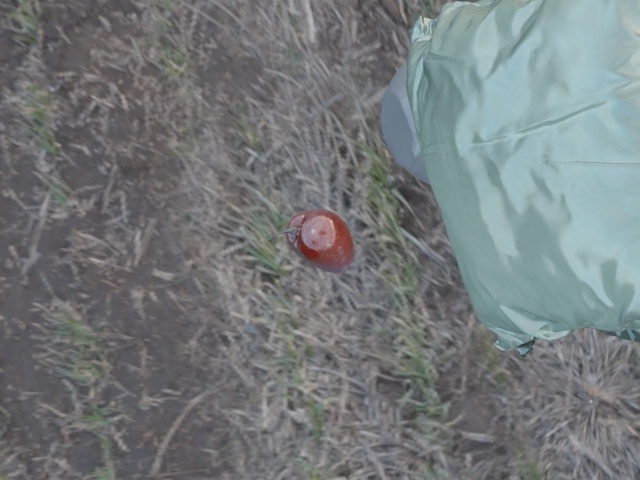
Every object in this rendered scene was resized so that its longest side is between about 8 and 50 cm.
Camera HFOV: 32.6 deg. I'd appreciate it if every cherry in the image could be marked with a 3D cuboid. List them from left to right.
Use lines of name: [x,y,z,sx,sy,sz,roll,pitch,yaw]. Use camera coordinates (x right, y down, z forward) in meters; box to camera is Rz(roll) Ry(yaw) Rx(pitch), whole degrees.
cherry: [-0.001,-0.004,1.725,0.106,0.126,0.087,23,84,39]

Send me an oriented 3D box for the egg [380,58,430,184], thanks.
egg: [0.183,-0.138,1.151,0.232,0.176,0.176,-7,79,-13]

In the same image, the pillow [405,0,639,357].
pillow: [0.189,-0.056,0.823,0.138,0.283,0.310,-14,90,-29]
